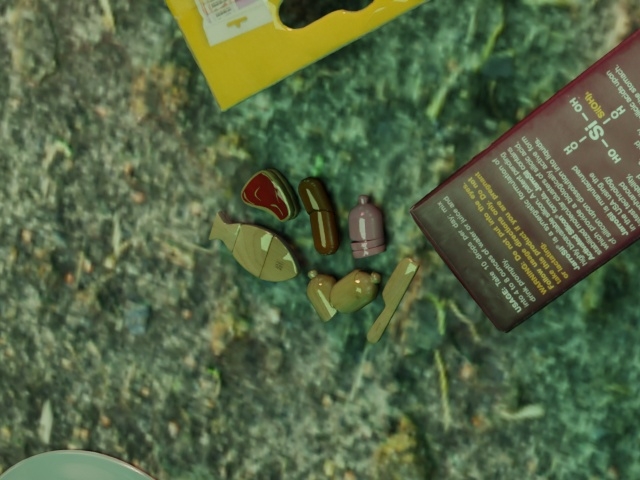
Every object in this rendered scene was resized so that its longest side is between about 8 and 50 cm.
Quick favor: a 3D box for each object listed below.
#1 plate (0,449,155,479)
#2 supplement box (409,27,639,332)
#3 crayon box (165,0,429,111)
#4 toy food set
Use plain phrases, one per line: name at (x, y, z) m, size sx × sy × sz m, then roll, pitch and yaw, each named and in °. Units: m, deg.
plate at (-0.146, 0.223, 1.195) m, size 0.188 × 0.024 × 0.188 m, roll 7°, pitch 109°, yaw 21°
supplement box at (0.149, -0.047, 0.937) m, size 0.188 × 0.104 × 0.081 m, roll -39°, pitch 87°, yaw 28°
crayon box at (-0.032, -0.256, 0.969) m, size 0.203 × 0.083 × 0.323 m, roll -26°, pitch 93°, yaw 28°
toy food set at (0.000, 0.000, 1.068) m, size 0.122 × 0.019 × 0.078 m, roll 36°, pitch 116°, yaw 19°
